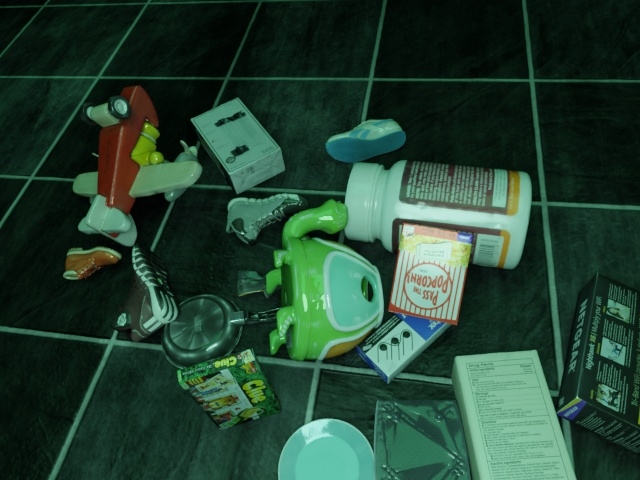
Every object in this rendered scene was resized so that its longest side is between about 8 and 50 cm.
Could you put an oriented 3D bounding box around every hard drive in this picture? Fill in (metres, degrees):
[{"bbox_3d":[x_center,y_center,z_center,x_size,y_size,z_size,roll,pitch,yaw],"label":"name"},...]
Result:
[{"bbox_3d":[0.185,0.426,0.961,0.171,0.054,0.255,-3,53,6],"label":"hard drive"}]

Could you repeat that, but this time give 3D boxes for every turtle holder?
[{"bbox_3d":[0.003,0.098,1.126,0.227,0.243,0.320,-1,46,-11],"label":"turtle holder"}]

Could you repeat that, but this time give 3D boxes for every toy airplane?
[{"bbox_3d":[-0.502,-0.172,1.413,0.384,0.272,0.386,-49,64,19],"label":"toy airplane"}]

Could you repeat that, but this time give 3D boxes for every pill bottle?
[{"bbox_3d":[0.265,-0.068,1.213,0.392,0.224,0.224,8,55,14],"label":"pill bottle"}]

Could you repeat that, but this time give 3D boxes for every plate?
[{"bbox_3d":[0.013,0.438,0.998,0.188,0.024,0.188,-4,54,5],"label":"plate"}]

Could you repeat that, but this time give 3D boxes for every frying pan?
[{"bbox_3d":[-0.217,0.209,1.192,0.326,0.053,0.197,5,55,16],"label":"frying pan"}]

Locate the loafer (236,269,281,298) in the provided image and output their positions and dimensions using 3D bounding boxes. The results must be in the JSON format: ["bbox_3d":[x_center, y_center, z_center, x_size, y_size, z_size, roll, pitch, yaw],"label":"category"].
[{"bbox_3d":[-0.121,0.110,1.249,0.170,0.062,0.061,2,76,14],"label":"loafer"}]

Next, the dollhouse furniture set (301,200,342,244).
[{"bbox_3d":[0.000,0.000,1.324,0.144,0.123,0.151,-18,88,-5],"label":"dollhouse furniture set"}]

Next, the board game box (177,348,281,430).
[{"bbox_3d":[-0.162,0.288,0.987,0.136,0.260,0.030,-18,53,-5],"label":"board game box"}]

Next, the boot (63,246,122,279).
[{"bbox_3d":[-0.591,0.064,1.351,0.157,0.059,0.085,-6,56,15],"label":"boot"}]

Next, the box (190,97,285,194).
[{"bbox_3d":[-0.245,-0.285,1.535,0.169,0.087,0.290,-30,55,-13],"label":"box"}]

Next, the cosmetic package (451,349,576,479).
[{"bbox_3d":[0.346,0.368,0.945,0.160,0.113,0.310,-5,52,5],"label":"cosmetic package"}]

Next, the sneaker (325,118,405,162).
[{"bbox_3d":[0.122,-0.290,1.493,0.228,0.087,0.092,-12,46,-9],"label":"sneaker"}]

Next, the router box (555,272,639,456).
[{"bbox_3d":[0.595,0.237,0.971,0.242,0.081,0.309,26,52,11],"label":"router box"}]

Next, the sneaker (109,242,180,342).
[{"bbox_3d":[-0.448,0.131,1.252,0.162,0.106,0.281,-41,41,3],"label":"sneaker"}]

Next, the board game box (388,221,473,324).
[{"bbox_3d":[0.231,0.067,1.099,0.146,0.045,0.194,9,97,13],"label":"board game box"}]

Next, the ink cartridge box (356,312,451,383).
[{"bbox_3d":[0.185,0.203,1.132,0.207,0.046,0.097,-37,58,-19],"label":"ink cartridge box"}]

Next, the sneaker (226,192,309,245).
[{"bbox_3d":[-0.142,-0.045,1.354,0.228,0.086,0.132,-4,57,19],"label":"sneaker"}]
